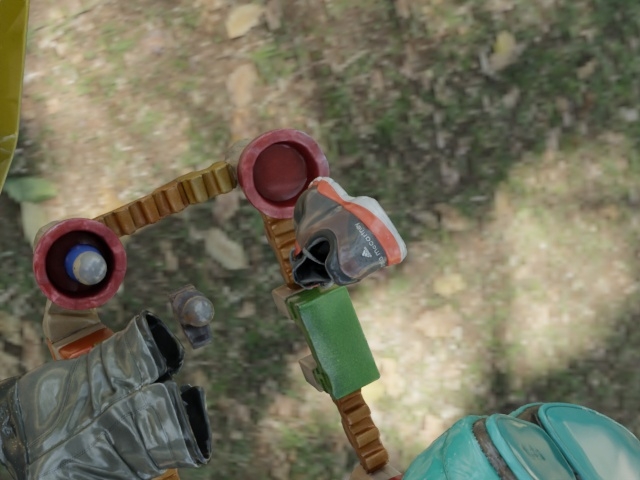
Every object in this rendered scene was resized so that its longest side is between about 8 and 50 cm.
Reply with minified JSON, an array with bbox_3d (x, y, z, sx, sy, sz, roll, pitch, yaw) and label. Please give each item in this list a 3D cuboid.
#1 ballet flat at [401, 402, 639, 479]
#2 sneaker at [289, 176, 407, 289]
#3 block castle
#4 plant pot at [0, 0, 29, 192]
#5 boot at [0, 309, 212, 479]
[{"bbox_3d":[0.104,0.132,0.859,0.083,0.087,0.247,59,19,21],"label":"ballet flat"},{"bbox_3d":[0.000,0.000,1.087,0.065,0.158,0.061,-36,102,-12],"label":"sneaker"},{"bbox_3d":[-0.079,0.143,1.592,0.303,0.213,0.453,-23,103,-12],"label":"block castle"},{"bbox_3d":[-0.280,-0.062,0.906,0.187,0.212,0.212,15,53,-3],"label":"plant pot"},{"bbox_3d":[-0.153,0.186,1.241,0.083,0.161,0.247,23,47,-66],"label":"boot"}]
